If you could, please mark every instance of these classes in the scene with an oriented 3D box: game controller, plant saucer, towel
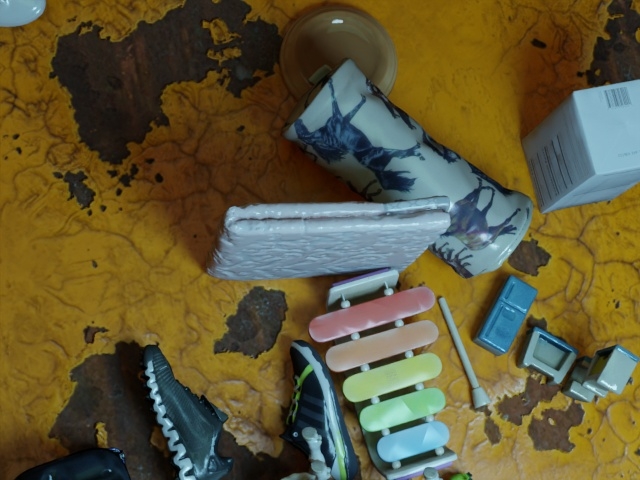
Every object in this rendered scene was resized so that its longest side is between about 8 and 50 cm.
[{"bbox_3d":[-0.315,0.450,1.586,0.166,0.067,0.319,-20,102,-20],"label":"game controller"},{"bbox_3d":[0.032,-0.300,1.879,0.200,0.037,0.200,2,77,-9],"label":"plant saucer"},{"bbox_3d":[0.000,0.000,1.649,0.317,0.332,0.053,-2,77,-10],"label":"towel"}]

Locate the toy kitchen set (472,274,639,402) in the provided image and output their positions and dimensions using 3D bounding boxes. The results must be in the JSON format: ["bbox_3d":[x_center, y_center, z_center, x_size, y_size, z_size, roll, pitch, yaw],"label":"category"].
[{"bbox_3d":[0.370,0.143,1.757,0.207,0.166,0.122,30,74,-1],"label":"toy kitchen set"}]

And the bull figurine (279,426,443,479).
[{"bbox_3d":[0.027,0.378,1.620,0.310,0.188,0.101,13,38,7],"label":"bull figurine"}]

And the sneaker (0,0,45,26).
[{"bbox_3d":[-0.540,-0.398,1.784,0.212,0.094,0.080,13,74,-6],"label":"sneaker"}]

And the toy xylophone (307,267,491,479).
[{"bbox_3d":[0.130,0.196,1.752,0.236,0.081,0.322,-23,82,-14],"label":"toy xylophone"}]

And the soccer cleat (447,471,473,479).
[{"bbox_3d":[0.249,0.433,1.732,0.072,0.060,0.179,-42,88,7],"label":"soccer cleat"}]

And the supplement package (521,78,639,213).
[{"bbox_3d":[0.430,-0.144,1.795,0.139,0.244,0.133,-11,79,-12],"label":"supplement package"}]

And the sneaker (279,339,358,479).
[{"bbox_3d":[-0.019,0.266,1.711,0.097,0.084,0.234,-17,80,-10],"label":"sneaker"}]

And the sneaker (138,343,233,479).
[{"bbox_3d":[-0.195,0.257,1.692,0.106,0.078,0.234,-19,84,-16],"label":"sneaker"}]

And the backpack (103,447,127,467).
[{"bbox_3d":[-0.332,0.358,1.639,0.114,0.084,0.105,-13,82,-15],"label":"backpack"}]

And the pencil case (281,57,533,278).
[{"bbox_3d":[0.132,-0.115,1.771,0.410,0.183,0.160,38,114,-3],"label":"pencil case"}]
